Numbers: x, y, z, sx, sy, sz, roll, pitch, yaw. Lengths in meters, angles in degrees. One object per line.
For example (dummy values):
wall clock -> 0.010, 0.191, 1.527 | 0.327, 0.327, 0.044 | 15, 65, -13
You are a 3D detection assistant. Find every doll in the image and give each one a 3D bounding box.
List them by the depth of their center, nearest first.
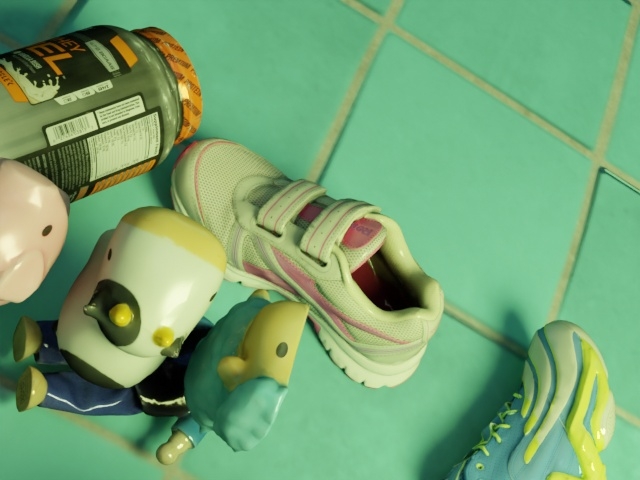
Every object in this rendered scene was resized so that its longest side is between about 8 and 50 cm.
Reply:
doll -> -0.117, 0.095, 0.793 | 0.189, 0.046, 0.129 | 3, 58, -28

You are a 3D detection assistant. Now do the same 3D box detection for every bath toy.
bath toy -> -0.182, 0.011, 0.675 | 0.348, 0.151, 0.129 | 27, 36, -12

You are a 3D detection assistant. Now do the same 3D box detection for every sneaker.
sneaker -> 0.000, 0.000, 0.865 | 0.252, 0.111, 0.103 | 38, 53, -4
sneaker -> 0.156, 0.164, 0.869 | 0.126, 0.091, 0.240 | 15, 59, -19

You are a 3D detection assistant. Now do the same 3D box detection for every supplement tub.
supplement tub -> -0.187, -0.087, 0.813 | 0.190, 0.117, 0.117 | -27, 79, -36
